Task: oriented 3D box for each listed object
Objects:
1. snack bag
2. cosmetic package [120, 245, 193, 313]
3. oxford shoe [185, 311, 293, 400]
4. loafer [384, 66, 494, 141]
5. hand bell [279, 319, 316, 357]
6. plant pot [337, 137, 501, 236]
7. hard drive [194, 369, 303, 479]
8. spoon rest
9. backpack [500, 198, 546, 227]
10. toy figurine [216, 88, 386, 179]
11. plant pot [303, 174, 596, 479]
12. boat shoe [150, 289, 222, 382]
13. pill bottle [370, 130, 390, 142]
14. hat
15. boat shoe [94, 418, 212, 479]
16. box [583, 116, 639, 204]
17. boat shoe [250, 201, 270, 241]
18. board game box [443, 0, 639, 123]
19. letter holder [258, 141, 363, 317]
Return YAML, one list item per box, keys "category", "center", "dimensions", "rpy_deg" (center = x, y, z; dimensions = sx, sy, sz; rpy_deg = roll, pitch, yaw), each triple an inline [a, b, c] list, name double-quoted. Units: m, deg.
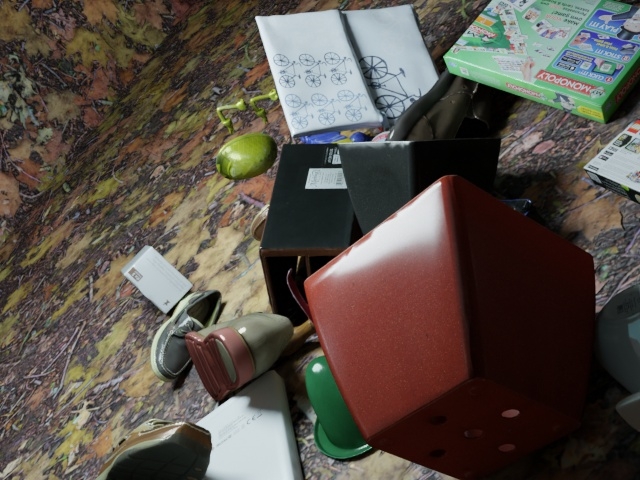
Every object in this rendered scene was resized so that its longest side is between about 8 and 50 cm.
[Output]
- category: "snack bag"
  center: [0.071, -0.334, 2.008]
  dimensions: [0.343, 0.037, 0.323]
  rpy_deg: [-7, 55, -14]
- category: "cosmetic package"
  center: [-0.334, 0.076, 2.114]
  dimensions: [0.085, 0.117, 0.231]
  rpy_deg: [-47, 11, -10]
- category: "oxford shoe"
  center: [-0.133, 0.185, 1.727]
  dimensions: [0.130, 0.123, 0.348]
  rpy_deg: [-25, 3, -21]
- category: "loafer"
  center: [0.248, -0.227, 1.877]
  dimensions: [0.366, 0.130, 0.134]
  rpy_deg: [-47, -10, -31]
- category: "hand bell"
  center: [-0.008, 0.136, 1.688]
  dimensions: [0.242, 0.126, 0.126]
  rpy_deg: [-37, 23, 40]
- category: "plant pot"
  center: [0.156, -0.075, 1.634]
  dimensions: [0.188, 0.166, 0.187]
  rpy_deg: [-7, 8, -36]
- category: "hard drive"
  center: [-0.125, 0.343, 1.564]
  dimensions: [0.203, 0.040, 0.307]
  rpy_deg: [-37, 26, 10]
- category: "spoon rest"
  center: [0.372, 0.132, 1.186]
  dimensions: [0.137, 0.084, 0.276]
  rpy_deg: [-27, 16, 25]
- category: "backpack"
  center: [0.260, -0.003, 1.518]
  dimensions: [0.114, 0.084, 0.105]
  rpy_deg: [6, 52, 51]
- category: "toy figurine"
  center: [0.002, -0.175, 1.992]
  dimensions: [0.363, 0.191, 0.217]
  rpy_deg: [-17, 44, -19]
- category: "plant pot"
  center: [0.166, 0.129, 1.239]
  dimensions: [0.267, 0.267, 0.235]
  rpy_deg: [-38, 41, 35]
- category: "boat shoe"
  center: [-0.248, 0.168, 1.960]
  dimensions: [0.073, 0.080, 0.223]
  rpy_deg: [-29, 24, 36]
- category: "pill bottle"
  center: [0.126, -0.123, 1.884]
  dimensions: [0.087, 0.087, 0.160]
  rpy_deg: [-30, 29, 23]
- category: "hat"
  center: [0.003, 0.180, 1.474]
  dimensions: [0.173, 0.183, 0.208]
  rpy_deg: [-48, 27, -12]
- category: "boat shoe"
  center: [-0.262, 0.330, 1.602]
  dimensions: [0.324, 0.123, 0.119]
  rpy_deg: [-37, 28, 47]
- category: "box"
  center: [0.467, -0.102, 1.442]
  dimensions: [0.114, 0.036, 0.207]
  rpy_deg: [-42, 26, -2]
- category: "boat shoe"
  center: [-0.062, -0.053, 2.064]
  dimensions: [0.178, 0.064, 0.060]
  rpy_deg: [-33, 28, 9]
- category: "board game box"
  center: [0.394, -0.327, 1.745]
  dimensions: [0.317, 0.046, 0.213]
  rpy_deg: [28, 71, 38]
- category: "letter holder"
  center: [0.000, 0.000, 1.831]
  dimensions: [0.152, 0.214, 0.301]
  rpy_deg: [-1, 39, 8]
